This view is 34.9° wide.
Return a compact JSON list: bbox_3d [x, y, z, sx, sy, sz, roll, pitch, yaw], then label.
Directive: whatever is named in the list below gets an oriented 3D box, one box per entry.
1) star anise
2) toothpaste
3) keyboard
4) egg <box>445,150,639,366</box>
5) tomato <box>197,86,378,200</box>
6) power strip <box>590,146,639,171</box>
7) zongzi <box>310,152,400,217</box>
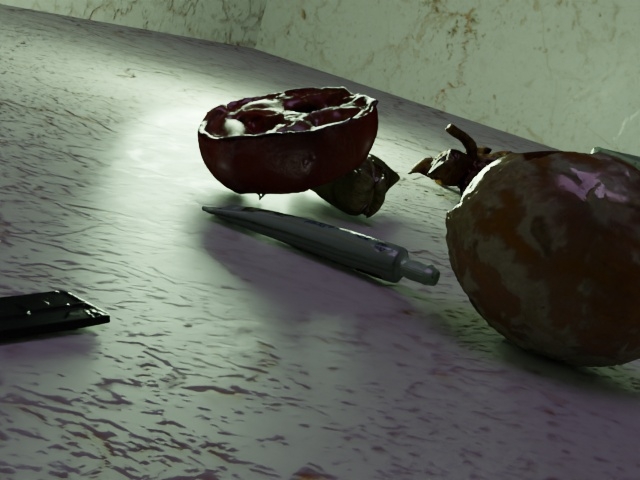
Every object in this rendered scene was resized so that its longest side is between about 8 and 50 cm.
[{"bbox_3d":[0.251,-0.114,1.669,0.196,0.111,0.212,25,7,6],"label":"star anise"},{"bbox_3d":[0.000,0.000,1.027,0.255,0.037,0.067,18,13,23],"label":"toothpaste"},{"bbox_3d":[-0.202,0.048,0.628,0.053,0.010,0.155,24,15,32],"label":"keyboard"},{"bbox_3d":[0.227,0.013,0.906,0.233,0.194,0.195,19,13,21],"label":"egg"},{"bbox_3d":[-0.038,-0.113,1.224,0.228,0.101,0.228,-10,21,4],"label":"tomato"},{"bbox_3d":[0.420,-0.046,1.300,0.140,0.224,0.139,6,17,-36],"label":"power strip"},{"bbox_3d":[0.073,-0.070,1.319,0.176,0.078,0.160,12,18,-34],"label":"zongzi"}]
